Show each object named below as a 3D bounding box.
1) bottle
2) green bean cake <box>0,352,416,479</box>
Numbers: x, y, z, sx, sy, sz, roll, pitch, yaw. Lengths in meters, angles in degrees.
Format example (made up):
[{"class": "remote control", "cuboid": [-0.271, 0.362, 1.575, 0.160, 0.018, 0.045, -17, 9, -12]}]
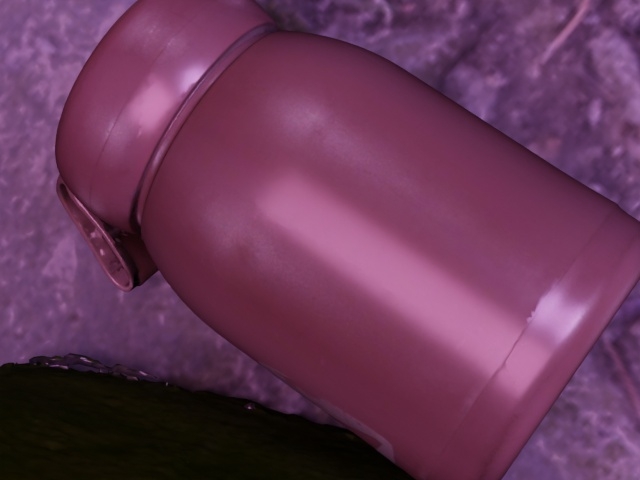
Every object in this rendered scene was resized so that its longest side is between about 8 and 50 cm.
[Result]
[{"class": "bottle", "cuboid": [0.000, 0.000, 0.837, 0.297, 0.173, 0.206, 34, 134, 9]}, {"class": "green bean cake", "cuboid": [-0.093, 0.204, 0.795, 0.335, 0.319, 0.218, 16, 100, 16]}]
